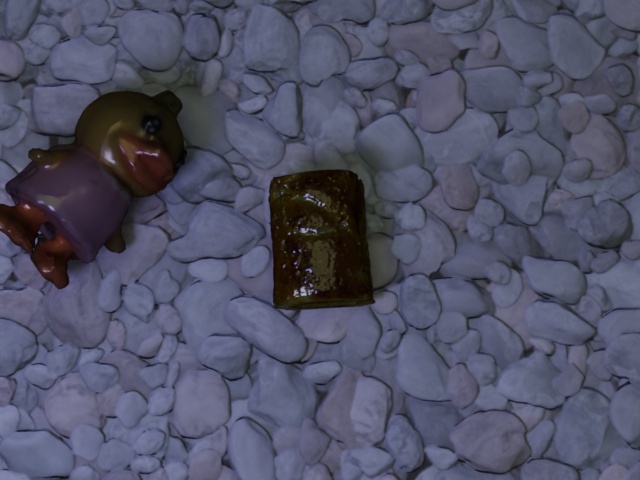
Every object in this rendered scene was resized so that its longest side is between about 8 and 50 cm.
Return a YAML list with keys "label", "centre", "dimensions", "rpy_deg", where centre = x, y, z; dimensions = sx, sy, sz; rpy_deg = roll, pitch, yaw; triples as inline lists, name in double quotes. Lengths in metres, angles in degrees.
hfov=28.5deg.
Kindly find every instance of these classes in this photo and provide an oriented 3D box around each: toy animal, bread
- label: "toy animal"
  centre: [-0.278, -0.084, 1.601]
  dimensions: [0.281, 0.195, 0.169]
  rpy_deg: [-41, 41, -7]
- label: "bread"
  centre: [0.000, 0.000, 1.614]
  dimensions: [0.132, 0.103, 0.172]
  rpy_deg: [-4, 79, 0]
